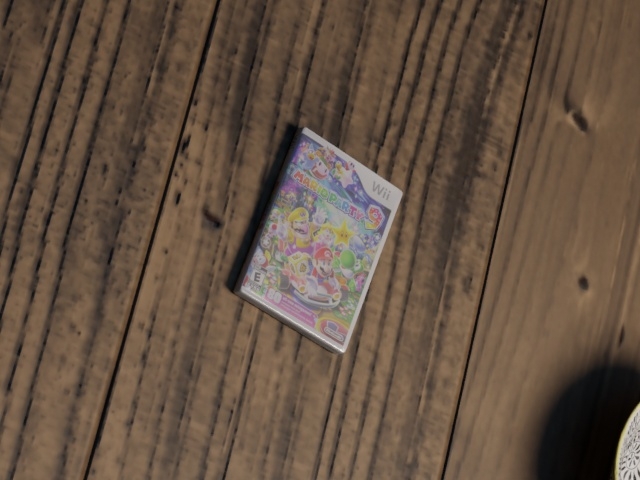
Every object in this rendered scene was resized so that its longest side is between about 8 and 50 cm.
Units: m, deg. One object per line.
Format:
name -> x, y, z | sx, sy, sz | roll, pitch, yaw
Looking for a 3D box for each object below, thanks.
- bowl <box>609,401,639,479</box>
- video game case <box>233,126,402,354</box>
bowl -> 0.260, 0.184, 1.367 | 0.170, 0.080, 0.170 | 8, 66, -18
video game case -> 0.000, 0.000, 1.277 | 0.087, 0.011, 0.122 | 32, 65, -25
